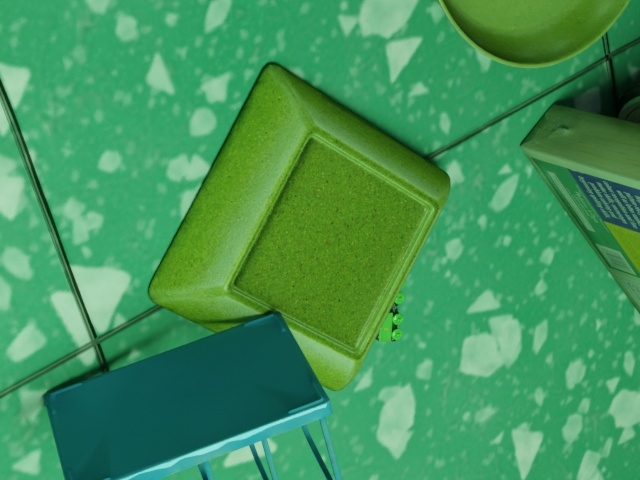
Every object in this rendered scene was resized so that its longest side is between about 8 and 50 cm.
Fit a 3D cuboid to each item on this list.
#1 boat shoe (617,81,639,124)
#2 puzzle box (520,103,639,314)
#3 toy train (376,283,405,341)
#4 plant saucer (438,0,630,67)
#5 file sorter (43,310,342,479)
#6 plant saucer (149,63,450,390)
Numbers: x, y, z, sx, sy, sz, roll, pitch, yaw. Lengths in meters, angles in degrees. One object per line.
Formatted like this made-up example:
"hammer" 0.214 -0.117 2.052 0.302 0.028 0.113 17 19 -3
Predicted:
"boat shoe" 0.345 -0.099 1.273 0.233 0.084 0.079 14 58 -31
"puzzle box" 0.360 0.058 1.194 0.052 0.272 0.409 -51 127 -12
"toy train" 0.052 0.040 1.127 0.024 0.017 0.083 -5 107 -24
"plant saucer" 0.161 -0.252 1.101 0.241 0.037 0.241 -11 110 -32
"file sorter" -0.080 0.144 0.971 0.170 0.118 0.104 -19 120 -9
"plant saucer" 0.000 0.000 1.045 0.188 0.045 0.188 29 87 -32
